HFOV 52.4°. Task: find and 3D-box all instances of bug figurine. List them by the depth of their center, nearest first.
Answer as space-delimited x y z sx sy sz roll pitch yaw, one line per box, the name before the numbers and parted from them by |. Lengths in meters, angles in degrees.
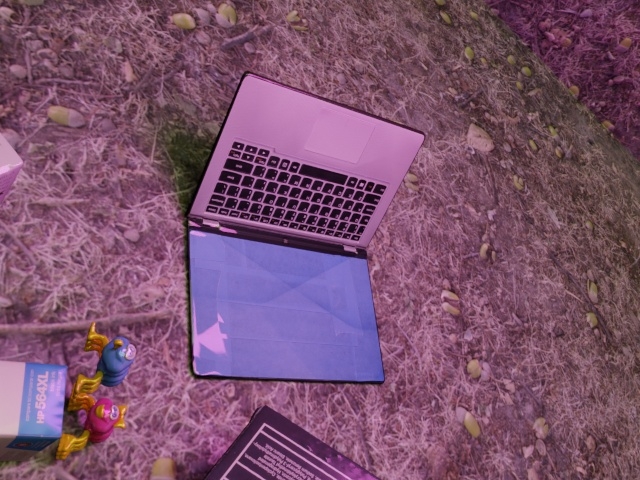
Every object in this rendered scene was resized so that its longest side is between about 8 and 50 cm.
bug figurine | -0.261 0.246 0.736 0.072 0.216 0.279 14 55 -19

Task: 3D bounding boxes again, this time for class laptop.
laptop | 0.000 0.000 1.076 0.382 0.408 0.236 11 27 -35

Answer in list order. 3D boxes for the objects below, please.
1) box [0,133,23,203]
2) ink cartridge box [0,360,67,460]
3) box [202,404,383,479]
box | -0.506 -0.102 0.793 0.182 0.119 0.181 52 45 -4
ink cartridge box | -0.400 0.183 0.700 0.203 0.148 0.086 15 58 -34
box | -0.042 0.415 0.769 0.296 0.182 0.294 29 43 16
